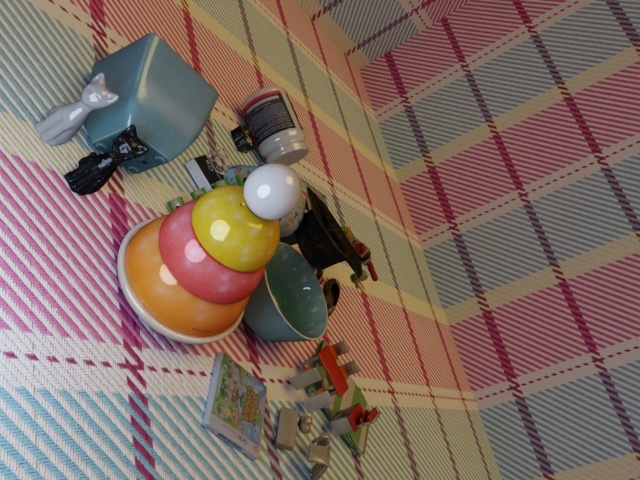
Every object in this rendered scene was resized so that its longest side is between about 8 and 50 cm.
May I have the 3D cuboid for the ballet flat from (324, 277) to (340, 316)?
[{"bbox_3d":[0.044,0.211,2.193,0.084,0.058,0.250,59,24,-12],"label":"ballet flat"}]

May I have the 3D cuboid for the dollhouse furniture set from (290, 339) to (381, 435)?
[{"bbox_3d":[0.063,0.449,1.798,0.259,0.135,0.262,63,23,2],"label":"dollhouse furniture set"}]

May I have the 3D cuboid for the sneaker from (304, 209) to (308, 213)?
[{"bbox_3d":[-0.075,-0.133,2.329,0.098,0.038,0.069,45,30,-38],"label":"sneaker"}]

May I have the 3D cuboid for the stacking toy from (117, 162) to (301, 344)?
[{"bbox_3d":[-0.202,-0.008,1.331,0.351,0.480,0.350,31,38,-28],"label":"stacking toy"}]

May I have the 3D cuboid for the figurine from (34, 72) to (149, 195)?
[{"bbox_3d":[-0.509,-0.242,1.322,0.215,0.209,0.092,61,23,-5],"label":"figurine"}]

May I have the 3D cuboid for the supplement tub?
[{"bbox_3d":[-0.172,-0.432,2.246,0.191,0.191,0.272,-3,69,-65],"label":"supplement tub"}]

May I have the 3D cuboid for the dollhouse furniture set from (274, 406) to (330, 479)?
[{"bbox_3d":[-0.064,0.574,1.632,0.151,0.123,0.144,19,37,-10],"label":"dollhouse furniture set"}]

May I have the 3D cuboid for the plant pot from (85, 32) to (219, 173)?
[{"bbox_3d":[-0.453,-0.322,1.504,0.247,0.248,0.252,40,48,-43],"label":"plant pot"}]

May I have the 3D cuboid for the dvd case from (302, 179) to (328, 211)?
[{"bbox_3d":[-0.014,-0.120,2.455,0.179,0.030,0.238,33,37,-49],"label":"dvd case"}]

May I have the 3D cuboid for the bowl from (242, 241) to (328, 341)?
[{"bbox_3d":[-0.130,0.176,1.736,0.311,0.163,0.311,47,28,-35],"label":"bowl"}]

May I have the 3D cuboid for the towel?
[{"bbox_3d":[0.067,0.525,1.948,0.325,0.038,0.248,55,24,-15],"label":"towel"}]

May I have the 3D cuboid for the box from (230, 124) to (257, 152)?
[{"bbox_3d":[-0.280,-0.368,2.131,0.062,0.052,0.083,-4,68,-65],"label":"box"}]

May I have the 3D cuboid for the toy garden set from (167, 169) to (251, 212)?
[{"bbox_3d":[-0.268,-0.063,1.614,0.203,0.244,0.049,65,-11,4],"label":"toy garden set"}]

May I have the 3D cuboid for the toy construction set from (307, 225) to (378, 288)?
[{"bbox_3d":[0.072,0.027,2.210,0.309,0.257,0.237,26,35,-40],"label":"toy construction set"}]

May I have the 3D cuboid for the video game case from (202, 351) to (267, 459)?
[{"bbox_3d":[-0.211,0.418,1.492,0.193,0.023,0.212,48,27,-32],"label":"video game case"}]

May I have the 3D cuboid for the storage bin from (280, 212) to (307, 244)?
[{"bbox_3d":[-0.092,-0.037,2.090,0.098,0.135,0.091,12,65,-62],"label":"storage bin"}]

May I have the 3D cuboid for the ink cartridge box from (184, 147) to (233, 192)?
[{"bbox_3d":[-0.318,-0.181,1.869,0.208,0.045,0.206,62,23,-8],"label":"ink cartridge box"}]

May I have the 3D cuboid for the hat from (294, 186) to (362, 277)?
[{"bbox_3d":[0.000,0.000,1.857,0.331,0.134,0.331,57,8,-12],"label":"hat"}]

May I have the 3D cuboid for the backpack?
[{"bbox_3d":[-0.176,-0.121,1.772,0.191,0.254,0.225,31,66,-61],"label":"backpack"}]
